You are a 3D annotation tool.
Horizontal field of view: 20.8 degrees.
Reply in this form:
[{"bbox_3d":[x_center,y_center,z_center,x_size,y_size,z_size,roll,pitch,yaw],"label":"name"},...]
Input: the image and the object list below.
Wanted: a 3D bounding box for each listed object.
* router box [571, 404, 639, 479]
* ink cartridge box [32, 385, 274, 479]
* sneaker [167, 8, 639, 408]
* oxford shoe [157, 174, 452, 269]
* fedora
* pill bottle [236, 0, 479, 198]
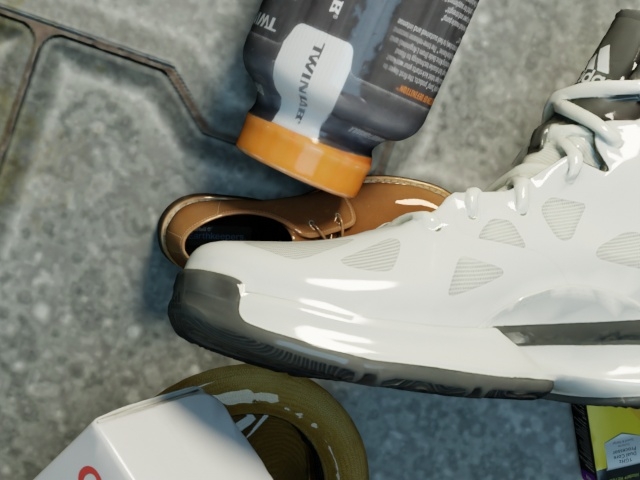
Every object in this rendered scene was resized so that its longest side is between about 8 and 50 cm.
[{"bbox_3d":[0.270,0.098,1.262,0.179,0.046,0.133,-12,102,-9],"label":"router box"},{"bbox_3d":[-0.133,0.254,1.079,0.278,0.117,0.201,-44,73,27],"label":"ink cartridge box"},{"bbox_3d":[0.122,-0.027,1.123,0.447,0.169,0.257,6,87,-23],"label":"sneaker"},{"bbox_3d":[0.000,0.000,1.179,0.212,0.076,0.076,-6,100,-11],"label":"oxford shoe"},{"bbox_3d":[-0.065,0.169,1.195,0.194,0.079,0.194,-2,100,-11],"label":"fedora"},{"bbox_3d":[0.032,-0.153,1.127,0.130,0.130,0.245,23,95,-14],"label":"pill bottle"}]
